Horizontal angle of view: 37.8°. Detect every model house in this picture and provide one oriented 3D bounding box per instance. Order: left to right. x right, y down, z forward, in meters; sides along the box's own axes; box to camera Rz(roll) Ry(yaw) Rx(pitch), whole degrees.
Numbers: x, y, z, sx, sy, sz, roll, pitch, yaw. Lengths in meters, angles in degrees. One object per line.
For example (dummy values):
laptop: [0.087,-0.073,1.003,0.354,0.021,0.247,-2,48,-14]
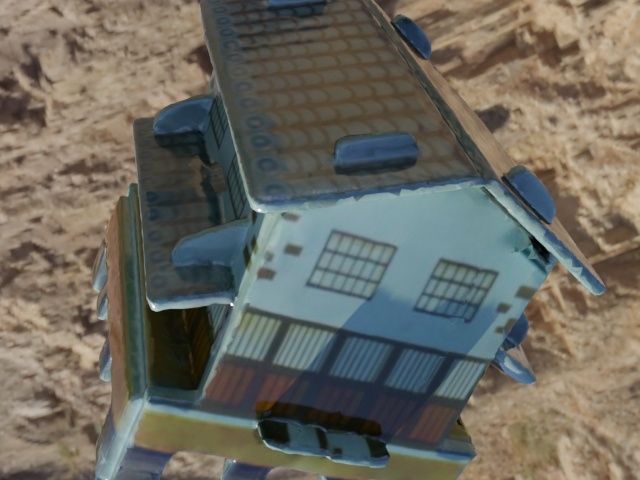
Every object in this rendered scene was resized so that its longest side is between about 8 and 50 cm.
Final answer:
model house: [0.000,0.000,0.485,0.198,0.224,0.215,17,118,-22]
